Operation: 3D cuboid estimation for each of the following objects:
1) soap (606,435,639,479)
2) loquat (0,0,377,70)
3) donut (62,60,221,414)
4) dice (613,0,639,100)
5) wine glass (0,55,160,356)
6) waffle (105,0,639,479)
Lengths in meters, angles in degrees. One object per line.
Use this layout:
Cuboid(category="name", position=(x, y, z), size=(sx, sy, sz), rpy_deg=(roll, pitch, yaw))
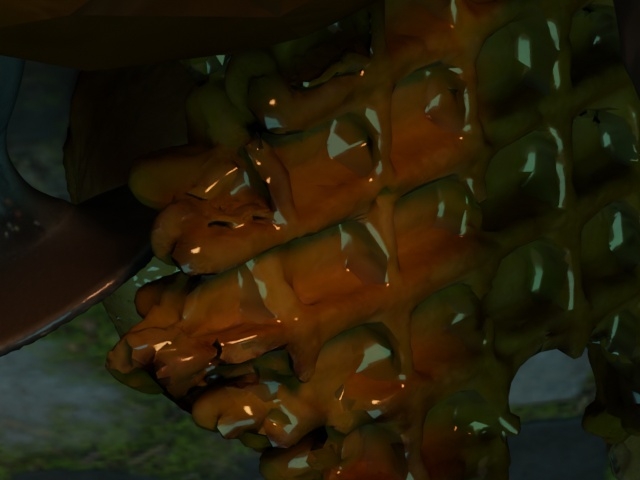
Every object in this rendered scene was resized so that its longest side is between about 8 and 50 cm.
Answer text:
Cuboid(category="soap", position=(0.188, 0.008, 0.627), size=(0.092, 0.037, 0.252), rpy_deg=(32, 126, 8))
Cuboid(category="loquat", position=(-0.040, -0.149, 0.365), size=(0.235, 0.235, 0.235), rpy_deg=(-2, 134, -2))
Cuboid(category="donut", position=(0.000, 0.000, 0.623), size=(0.166, 0.073, 0.184), rpy_deg=(-11, 132, 11))
Cuboid(category="dice", position=(0.249, -0.131, 0.331), size=(0.348, 0.328, 0.330), rpy_deg=(14, 131, -16))
Cuboid(category="wine glass", position=(-0.123, -0.070, 0.499), size=(0.093, 0.093, 0.202), rpy_deg=(-23, 111, 18))
Cuboid(category="waffle", position=(0.057, -0.024, 0.538), size=(0.228, 0.051, 0.232), rpy_deg=(27, 92, -39))
